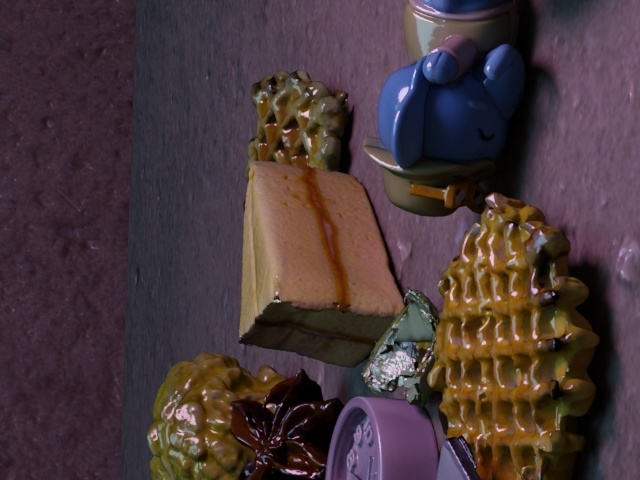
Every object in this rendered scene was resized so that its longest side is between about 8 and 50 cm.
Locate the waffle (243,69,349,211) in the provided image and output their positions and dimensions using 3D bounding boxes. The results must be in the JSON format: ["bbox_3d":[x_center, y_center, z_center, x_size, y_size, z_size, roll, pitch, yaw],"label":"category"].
[{"bbox_3d":[-0.033,-0.086,2.281,0.317,0.073,0.297,-156,67,-65],"label":"waffle"}]

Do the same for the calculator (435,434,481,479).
[{"bbox_3d":[0.134,0.315,1.535,0.161,0.021,0.262,-118,25,-43],"label":"calculator"}]

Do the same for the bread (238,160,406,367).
[{"bbox_3d":[-0.001,-0.003,1.974,0.163,0.167,0.264,130,144,-60],"label":"bread"}]

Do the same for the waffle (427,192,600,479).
[{"bbox_3d":[0.171,0.120,1.532,0.329,0.062,0.329,-179,90,-73],"label":"waffle"}]

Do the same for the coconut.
[{"bbox_3d":[0.101,0.117,1.782,0.158,0.055,0.133,-147,70,-69],"label":"coconut"}]

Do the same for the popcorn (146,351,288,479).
[{"bbox_3d":[-0.116,0.259,2.252,0.237,0.251,0.206,20,133,39],"label":"popcorn"}]

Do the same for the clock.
[{"bbox_3d":[0.065,0.271,1.833,0.197,0.068,0.197,-174,90,-73],"label":"clock"}]

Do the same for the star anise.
[{"bbox_3d":[-0.040,0.274,2.058,0.190,0.126,0.220,-17,51,28],"label":"star anise"}]

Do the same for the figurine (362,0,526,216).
[{"bbox_3d":[0.123,-0.151,1.644,0.180,0.153,0.262,-91,5,-73],"label":"figurine"}]
